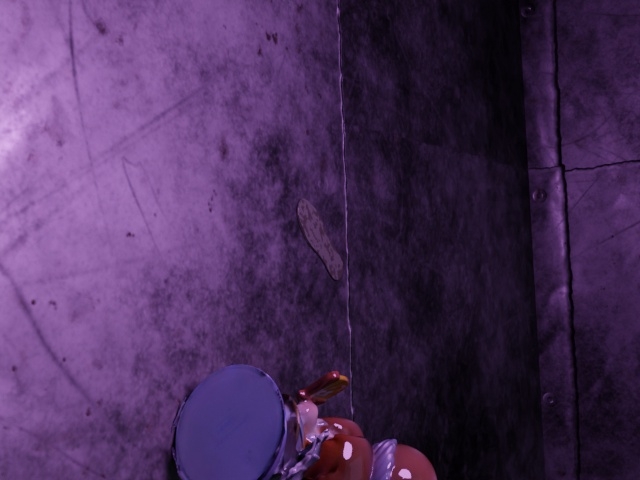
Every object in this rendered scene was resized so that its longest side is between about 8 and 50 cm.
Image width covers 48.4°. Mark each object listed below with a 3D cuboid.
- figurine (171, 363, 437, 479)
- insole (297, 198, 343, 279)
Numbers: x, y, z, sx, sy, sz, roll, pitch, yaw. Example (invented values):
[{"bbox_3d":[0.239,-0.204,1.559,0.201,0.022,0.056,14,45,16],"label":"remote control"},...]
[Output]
[{"bbox_3d":[-0.015,0.353,1.096,0.388,0.276,0.248,44,8,-50],"label":"figurine"},{"bbox_3d":[0.000,0.000,1.355,0.193,0.006,0.065,60,41,-34],"label":"insole"}]
